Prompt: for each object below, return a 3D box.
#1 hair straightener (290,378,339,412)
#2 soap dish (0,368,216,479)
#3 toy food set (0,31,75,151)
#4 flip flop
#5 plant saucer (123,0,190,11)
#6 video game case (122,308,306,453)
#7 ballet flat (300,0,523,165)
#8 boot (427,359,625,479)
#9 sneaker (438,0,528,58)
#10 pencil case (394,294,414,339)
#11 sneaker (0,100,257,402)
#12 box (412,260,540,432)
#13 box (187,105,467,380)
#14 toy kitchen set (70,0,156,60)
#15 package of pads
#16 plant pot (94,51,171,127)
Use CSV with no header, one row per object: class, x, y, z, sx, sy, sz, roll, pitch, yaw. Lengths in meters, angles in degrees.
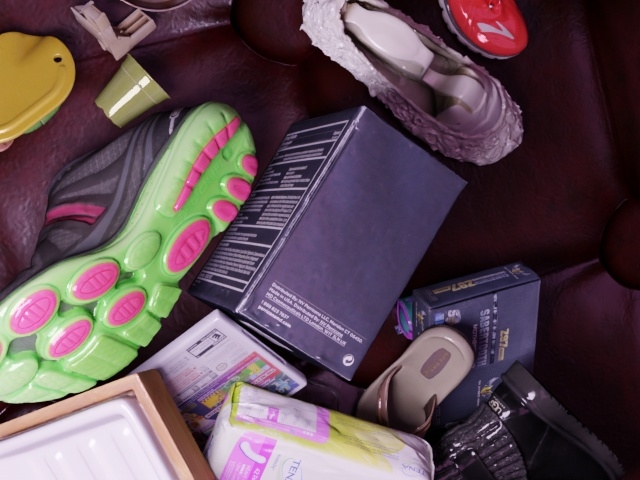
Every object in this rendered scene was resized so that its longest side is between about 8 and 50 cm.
hair straightener,0.012,0.302,1.518,0.089,0.047,0.230,-21,94,-18
soap dish,-0.282,0.297,1.308,0.291,0.118,0.229,-22,101,24
toy food set,-0.415,-0.177,1.337,0.218,0.071,0.128,-40,80,-16
flip flop,0.125,0.232,1.463,0.112,0.277,0.080,34,36,0
plant saucer,-0.230,-0.395,1.406,0.168,0.029,0.168,-1,92,-20
video game case,-0.151,0.196,1.379,0.201,0.023,0.183,-37,126,16
ballet flat,0.149,-0.236,1.492,0.409,0.147,0.147,31,82,-19
boot,0.286,0.349,1.559,0.260,0.131,0.348,-46,126,3
sneaker,0.226,-0.390,1.518,0.107,0.118,0.279,-38,103,-13
pencil case,0.189,0.104,1.554,0.152,0.064,0.070,-14,79,-17
sneaker,-0.276,0.010,1.310,0.483,0.202,0.185,-49,131,-26
box,0.228,0.158,1.526,0.183,0.059,0.232,-14,123,-19
box,0.000,0.000,1.361,0.183,0.296,0.294,33,82,-17
toy kitchen set,-0.280,-0.304,1.375,0.075,0.083,0.068,-43,63,-13
package of pads,-0.018,0.330,1.396,0.297,0.101,0.229,19,121,-8
plant pot,-0.258,-0.195,1.384,0.079,0.083,0.083,-43,105,-1
